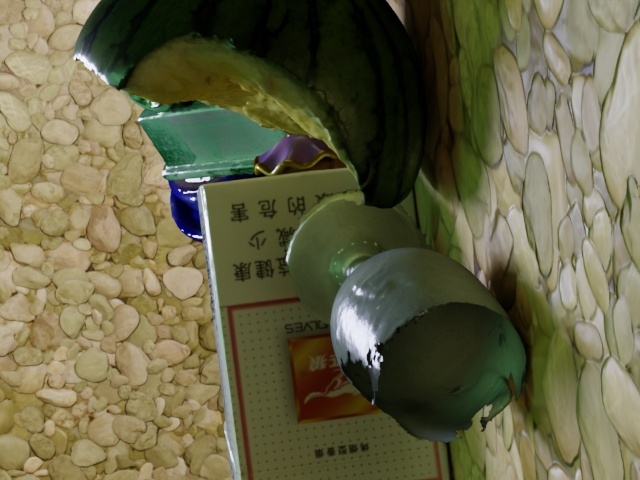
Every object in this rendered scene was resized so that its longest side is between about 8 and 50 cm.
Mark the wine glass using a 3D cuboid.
[{"bbox_3d":[0.064,0.055,1.164,0.321,0.143,0.143,-128,32,-72],"label":"wine glass"}]

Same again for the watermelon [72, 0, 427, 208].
[{"bbox_3d":[-0.035,-0.176,1.259,0.189,0.331,0.331,-60,20,15],"label":"watermelon"}]

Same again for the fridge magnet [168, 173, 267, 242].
[{"bbox_3d":[-0.101,-0.114,1.851,0.113,0.265,0.265,41,-160,-36],"label":"fridge magnet"}]

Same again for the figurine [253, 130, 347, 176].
[{"bbox_3d":[0.000,0.000,1.541,0.189,0.142,0.263,27,131,52],"label":"figurine"}]

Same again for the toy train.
[{"bbox_3d":[-0.119,-0.186,1.664,0.202,0.266,0.145,57,-131,-31],"label":"toy train"}]

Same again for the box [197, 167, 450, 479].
[{"bbox_3d":[0.001,0.098,1.387,0.095,0.210,0.330,144,119,-81],"label":"box"}]
